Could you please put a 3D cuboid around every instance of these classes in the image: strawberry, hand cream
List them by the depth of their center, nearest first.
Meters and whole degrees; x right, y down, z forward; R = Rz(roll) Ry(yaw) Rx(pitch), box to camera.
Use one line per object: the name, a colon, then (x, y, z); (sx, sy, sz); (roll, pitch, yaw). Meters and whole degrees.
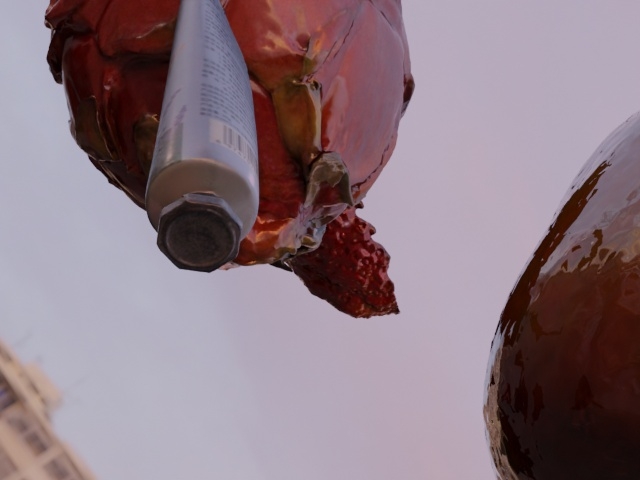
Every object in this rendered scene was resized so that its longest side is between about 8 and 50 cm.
hand cream: (-0.062, -0.073, 0.886); (0.271, 0.058, 0.091); (-92, 160, -57)
strawberry: (0.000, 0.000, 1.361); (0.187, 0.082, 0.146); (53, -9, -1)

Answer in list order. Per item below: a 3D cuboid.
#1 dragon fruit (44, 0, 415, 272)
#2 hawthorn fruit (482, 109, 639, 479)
dragon fruit: (-0.066, -0.148, 1.144); (0.277, 0.277, 0.342); (-8, -78, 61)
hawthorn fruit: (0.189, 0.077, 0.605); (0.268, 0.301, 0.268); (37, -19, 15)
